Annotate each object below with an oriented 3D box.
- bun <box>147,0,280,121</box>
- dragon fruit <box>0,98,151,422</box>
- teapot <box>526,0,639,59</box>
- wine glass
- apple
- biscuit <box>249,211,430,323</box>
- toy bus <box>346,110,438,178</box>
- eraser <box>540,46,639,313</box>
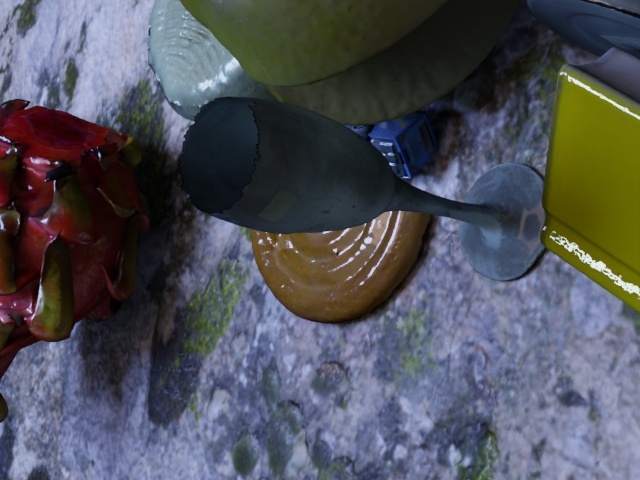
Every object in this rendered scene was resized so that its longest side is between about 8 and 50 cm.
[{"bbox_3d":[-0.070,-0.190,1.466,0.195,0.118,0.195,-17,65,40],"label":"bun"},{"bbox_3d":[-0.298,0.005,1.562,0.228,0.307,0.243,9,127,38],"label":"dragon fruit"},{"bbox_3d":[0.255,-0.201,1.110,0.239,0.162,0.149,20,85,47],"label":"teapot"},{"bbox_3d":[0.083,0.011,1.119,0.264,0.310,0.096,49,116,40],"label":"wine glass"},{"bbox_3d":[0.022,-0.233,1.246,0.254,0.292,0.292,-43,50,4],"label":"apple"},{"bbox_3d":[-0.001,0.000,1.415,0.224,0.033,0.144,24,99,47],"label":"biscuit"},{"bbox_3d":[0.033,-0.095,1.378,0.153,0.061,0.051,22,142,48],"label":"toy bus"},{"bbox_3d":[0.248,-0.019,1.085,0.226,0.069,0.158,39,141,42],"label":"eraser"}]
